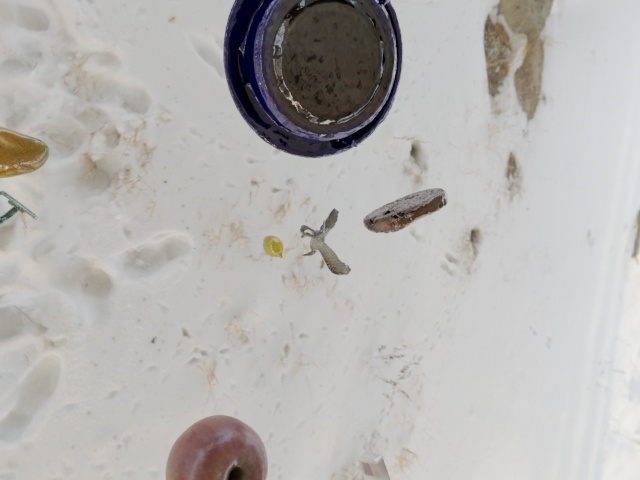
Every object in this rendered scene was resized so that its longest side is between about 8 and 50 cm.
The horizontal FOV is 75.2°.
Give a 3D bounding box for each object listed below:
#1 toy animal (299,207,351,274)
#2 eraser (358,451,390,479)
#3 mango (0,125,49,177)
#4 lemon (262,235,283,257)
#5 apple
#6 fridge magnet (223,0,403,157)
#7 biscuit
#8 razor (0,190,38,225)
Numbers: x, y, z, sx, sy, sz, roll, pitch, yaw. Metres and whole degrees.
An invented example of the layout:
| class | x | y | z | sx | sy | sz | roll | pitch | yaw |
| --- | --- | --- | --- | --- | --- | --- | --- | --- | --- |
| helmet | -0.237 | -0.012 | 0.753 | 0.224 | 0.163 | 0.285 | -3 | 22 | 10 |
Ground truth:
| class | x | y | z | sx | sy | sz | roll | pitch | yaw |
| --- | --- | --- | --- | --- | --- | --- | --- | --- | --- |
| toy animal | -0.013 | -0.005 | 1.523 | 0.160 | 0.197 | 0.273 | 41 | 39 | -43 |
| eraser | 0.128 | 0.544 | 0.952 | 0.026 | 0.065 | 0.105 | -13 | 81 | -43 |
| mango | -0.682 | -0.186 | 0.885 | 0.164 | 0.089 | 0.115 | 11 | 118 | -53 |
| lemon | -0.155 | 0.021 | 1.376 | 0.065 | 0.065 | 0.092 | -31 | 78 | -36 |
| apple | -0.156 | 0.340 | 0.617 | 0.153 | 0.119 | 0.154 | 12 | 74 | -47 |
| fridge magnet | 0.000 | -0.246 | 0.574 | 0.265 | 0.113 | 0.266 | -7 | 113 | -17 |
| biscuit | 0.187 | -0.065 | 0.918 | 0.192 | 0.192 | 0.050 | -31 | 106 | -37 |
| razor | -0.684 | -0.014 | 0.831 | 0.084 | 0.035 | 0.211 | 42 | 41 | -15 |
